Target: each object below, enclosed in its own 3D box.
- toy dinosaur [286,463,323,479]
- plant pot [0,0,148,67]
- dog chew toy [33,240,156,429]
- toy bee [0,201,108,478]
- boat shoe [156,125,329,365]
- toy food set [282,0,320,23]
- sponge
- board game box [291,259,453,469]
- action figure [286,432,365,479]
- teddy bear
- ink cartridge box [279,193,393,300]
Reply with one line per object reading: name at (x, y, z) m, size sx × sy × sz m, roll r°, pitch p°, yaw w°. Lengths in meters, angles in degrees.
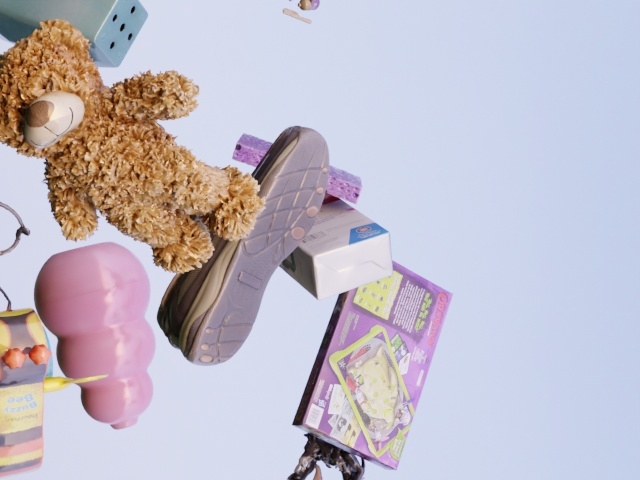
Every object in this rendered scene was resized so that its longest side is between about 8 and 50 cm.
toy dinosaur at (0.022, 0.493, 1.751) m, size 0.295 × 0.201 × 0.127 m, roll -82°, pitch -173°, yaw -73°
plant pot at (-0.407, -0.377, 1.679) m, size 0.234 × 0.165 × 0.165 m, roll 26°, pitch -99°, yaw 15°
dog chew toy at (-0.388, 0.173, 1.901) m, size 0.207 × 0.207 × 0.331 m, roll -12°, pitch -88°, yaw 59°
toy bee at (-0.335, 0.135, 1.114) m, size 0.162 × 0.195 × 0.298 m, roll 27°, pitch -39°, yaw 57°
boat shoe at (-0.117, -0.008, 1.436) m, size 0.130 × 0.132 × 0.355 m, roll 26°, pitch -98°, yaw 33°
toy food set at (-0.033, -0.425, 1.771) m, size 0.019 × 0.078 × 0.122 m, roll -32°, pitch -130°, yaw 51°
sponge at (-0.035, -0.117, 1.696) m, size 0.117 × 0.210 × 0.031 m, roll -90°, pitch -160°, yaw -76°
board game box at (0.098, 0.207, 1.885) m, size 0.056 × 0.208 × 0.346 m, roll -26°, pitch -141°, yaw 62°
action figure at (0.023, 0.451, 1.954) m, size 0.164 × 0.141 × 0.275 m, roll -4°, pitch -60°, yaw 55°
teddy bear at (-0.219, -0.084, 1.179) m, size 0.245 × 0.338 × 0.113 m, roll -15°, pitch -141°, yaw 22°
ink cartridge box at (0.000, 0.000, 1.668) m, size 0.231 × 0.134 × 0.078 m, roll 38°, pitch -40°, yaw 57°
